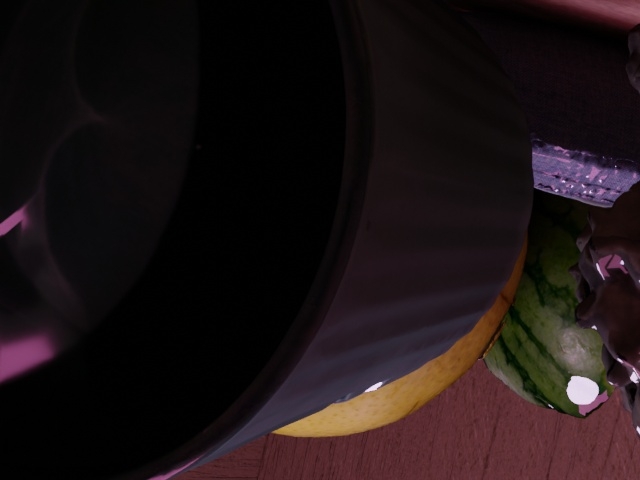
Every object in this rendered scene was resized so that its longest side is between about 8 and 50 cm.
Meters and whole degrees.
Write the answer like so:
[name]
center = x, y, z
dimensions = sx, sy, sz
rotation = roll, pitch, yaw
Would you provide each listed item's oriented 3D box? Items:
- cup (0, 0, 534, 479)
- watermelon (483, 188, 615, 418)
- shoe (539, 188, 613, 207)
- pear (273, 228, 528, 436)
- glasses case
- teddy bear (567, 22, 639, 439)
[cup]
center = -0.097, -0.065, 0.801
dimensions = 0.401, 0.310, 0.392
rotation = 36, -168, 19
[watermelon]
center = 0.256, 0.005, 1.399
dimensions = 0.189, 0.330, 0.331
rotation = 40, 179, -1
[shoe]
center = 0.141, -0.094, 1.112
dimensions = 0.251, 0.103, 0.100
rotation = 18, 177, -36
[pear]
center = 0.000, 0.000, 1.292
dimensions = 0.348, 0.348, 0.348
rotation = 12, 179, 0
[glasses case]
center = 0.190, -0.078, 1.005
dimensions = 0.283, 0.109, 0.067
rotation = 13, 148, -15
[teddy bear]
center = 0.238, 0.032, 0.760
dimensions = 0.368, 0.357, 0.224
rotation = -8, 152, -39
